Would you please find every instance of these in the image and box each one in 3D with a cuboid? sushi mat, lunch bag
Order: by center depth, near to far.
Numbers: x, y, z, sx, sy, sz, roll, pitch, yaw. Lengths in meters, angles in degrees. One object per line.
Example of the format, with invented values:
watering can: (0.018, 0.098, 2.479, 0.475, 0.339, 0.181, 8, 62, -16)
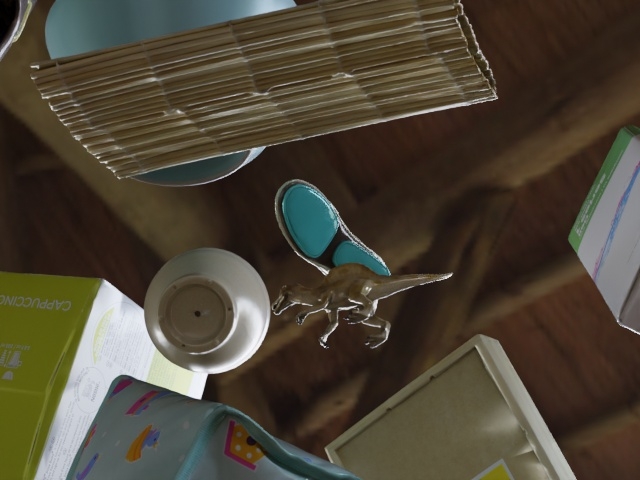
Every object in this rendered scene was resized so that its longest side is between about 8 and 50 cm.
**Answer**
lunch bag: (-0.104, 0.237, 0.973, 0.160, 0.262, 0.223, 30, -12, -21)
sushi mat: (-0.040, -0.117, 1.109, 0.317, 0.019, 0.151, -11, -29, 14)

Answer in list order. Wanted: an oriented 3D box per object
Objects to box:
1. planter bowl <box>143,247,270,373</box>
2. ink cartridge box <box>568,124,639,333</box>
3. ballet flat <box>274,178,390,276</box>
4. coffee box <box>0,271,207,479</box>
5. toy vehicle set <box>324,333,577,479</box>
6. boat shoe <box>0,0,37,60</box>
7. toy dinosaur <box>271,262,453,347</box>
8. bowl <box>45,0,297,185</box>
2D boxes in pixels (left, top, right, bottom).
planter bowl: (-0.148, 0.089, 1.885, 0.162, 0.162, 0.109, -12, -2, 4)
ink cartridge box: (0.314, 0.020, 1.137, 0.201, 0.278, 0.117, 25, -78, -3)
ballet flat: (0.000, 0.000, 2.074, 0.086, 0.086, 0.248, -26, -52, 21)
coffee box: (-0.427, 0.262, 2.329, 0.338, 0.338, 0.334, 3, -25, 31)
toy vehicle set: (0.125, 0.227, 1.161, 0.166, 0.267, 0.035, -38, -31, 19)
boat shoe: (-0.349, -0.251, 1.551, 0.116, 0.324, 0.097, 35, -26, -25)
toy dinosaur: (0.040, 0.054, 1.464, 0.183, 0.092, 0.053, -8, -46, 3)
bowl: (-0.168, -0.177, 1.780, 0.312, 0.163, 0.311, -4, -30, -2)
